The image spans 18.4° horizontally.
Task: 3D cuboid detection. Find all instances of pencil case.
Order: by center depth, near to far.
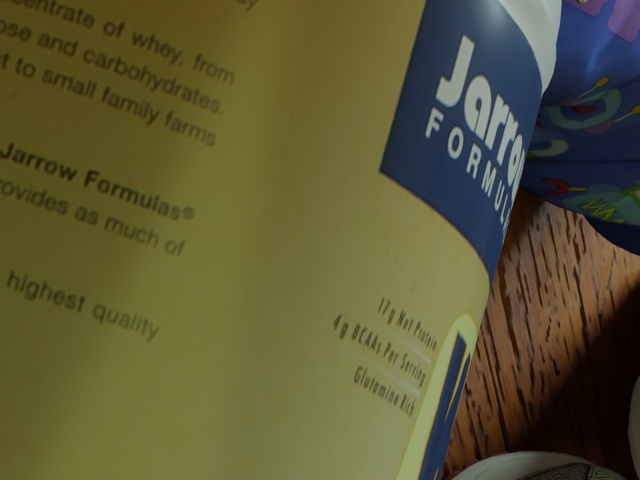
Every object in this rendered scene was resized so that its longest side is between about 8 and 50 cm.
[{"bbox_3d":[0.086,-0.081,0.724,0.306,0.133,0.119,24,72,-53],"label":"pencil case"}]

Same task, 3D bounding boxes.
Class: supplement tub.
[{"bbox_3d":[-0.076,0.001,0.433,0.228,0.228,0.316,33,68,-50],"label":"supplement tub"}]

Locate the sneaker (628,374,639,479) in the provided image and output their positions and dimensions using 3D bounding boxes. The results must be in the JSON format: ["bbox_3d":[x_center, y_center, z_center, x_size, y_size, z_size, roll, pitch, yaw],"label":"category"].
[{"bbox_3d":[0.187,0.110,0.865,0.256,0.094,0.151,-57,145,-68],"label":"sneaker"}]

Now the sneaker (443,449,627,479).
[{"bbox_3d":[0.072,0.147,0.767,0.225,0.092,0.088,-25,113,-51],"label":"sneaker"}]
